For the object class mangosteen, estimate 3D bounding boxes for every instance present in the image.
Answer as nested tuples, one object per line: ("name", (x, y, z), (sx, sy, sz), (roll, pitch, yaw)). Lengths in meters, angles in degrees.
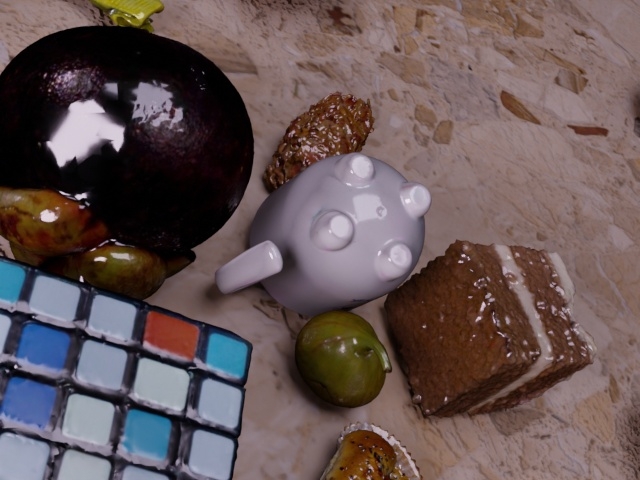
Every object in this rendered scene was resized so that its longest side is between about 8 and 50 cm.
("mangosteen", (-0.164, -0.042, 0.736), (0.211, 0.211, 0.250), (17, 82, -23))

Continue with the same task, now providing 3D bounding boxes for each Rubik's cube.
("Rubik's cube", (-0.169, 0.145, 0.587), (0.187, 0.182, 0.184), (22, 49, -20))

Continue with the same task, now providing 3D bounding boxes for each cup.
("cup", (0.004, -0.011, 0.825), (0.173, 0.142, 0.134), (10, 74, -20))

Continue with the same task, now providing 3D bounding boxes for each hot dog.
("hot dog", (0.026, 0.229, 0.749), (0.099, 0.053, 0.192), (36, 43, -2))

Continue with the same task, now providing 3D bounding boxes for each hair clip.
("hair clip", (-0.239, -0.263, 0.935), (0.173, 0.046, 0.072), (39, 41, -1))

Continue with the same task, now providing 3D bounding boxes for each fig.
("fig", (0.024, 0.096, 0.813), (0.082, 0.098, 0.084), (5, 57, -29))

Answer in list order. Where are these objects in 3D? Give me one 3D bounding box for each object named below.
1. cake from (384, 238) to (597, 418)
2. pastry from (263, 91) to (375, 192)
("cake", (0.163, 0.085, 0.899), (0.147, 0.134, 0.135), (7, 54, -41))
("pastry", (0.005, -0.096, 0.966), (0.087, 0.063, 0.169), (38, 46, -10))
